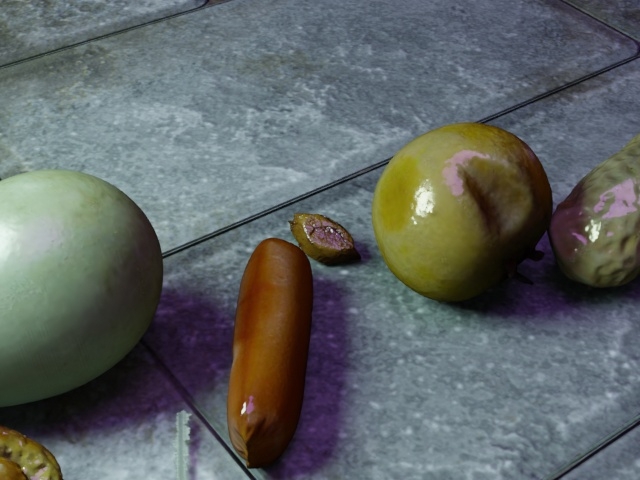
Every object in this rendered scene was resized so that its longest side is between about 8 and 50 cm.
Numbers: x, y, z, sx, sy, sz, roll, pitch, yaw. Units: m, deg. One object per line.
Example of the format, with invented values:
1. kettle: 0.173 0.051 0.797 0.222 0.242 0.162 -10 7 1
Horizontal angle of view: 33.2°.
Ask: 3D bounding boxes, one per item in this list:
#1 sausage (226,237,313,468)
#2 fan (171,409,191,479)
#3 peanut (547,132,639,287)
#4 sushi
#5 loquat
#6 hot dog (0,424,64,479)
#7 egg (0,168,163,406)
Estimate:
1. sausage: -0.050 0.106 1.119 0.083 0.089 0.300 8 40 -5
2. fan: -0.122 0.284 0.960 0.191 0.009 0.329 -4 43 -7
3. peanut: 0.391 -0.047 1.294 0.152 0.152 0.313 34 48 31
4. sushi: 0.000 0.000 1.284 0.099 0.047 0.050 39 61 13
5. loquat: 0.162 -0.031 1.215 0.213 0.213 0.213 2 40 -2
6. hot dog: -0.338 0.252 0.899 0.272 0.122 0.196 -26 54 -28
7. egg: -0.297 0.053 1.064 0.295 0.218 0.218 -29 49 -24
